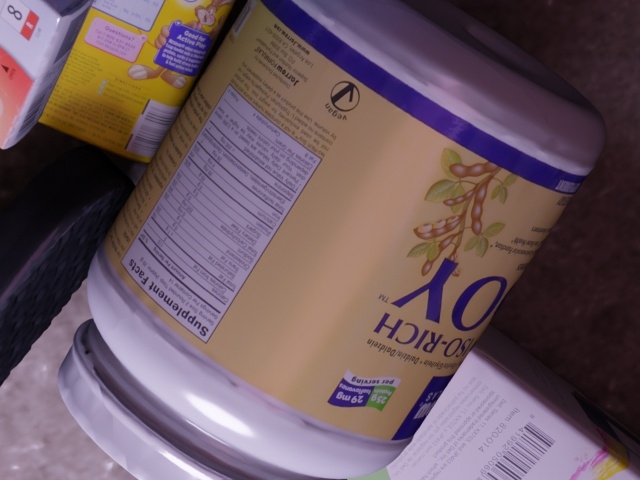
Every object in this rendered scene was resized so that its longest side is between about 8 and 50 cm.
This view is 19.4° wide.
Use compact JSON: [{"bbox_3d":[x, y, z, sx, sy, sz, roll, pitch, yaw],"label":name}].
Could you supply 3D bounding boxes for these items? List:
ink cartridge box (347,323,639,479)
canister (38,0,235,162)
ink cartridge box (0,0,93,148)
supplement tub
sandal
[{"bbox_3d":[0.154,0.218,1.390,0.353,0.119,0.207,38,101,-23],"label":"ink cartridge box"},{"bbox_3d":[-0.124,-0.148,1.205,0.126,0.073,0.170,23,107,-19],"label":"canister"},{"bbox_3d":[-0.227,-0.156,1.116,0.179,0.045,0.145,37,143,1],"label":"ink cartridge box"},{"bbox_3d":[0.000,0.000,1.201,0.241,0.241,0.331,27,104,-21],"label":"supplement tub"},{"bbox_3d":[-0.299,0.102,1.235,0.107,0.167,0.446,40,87,9],"label":"sandal"}]
